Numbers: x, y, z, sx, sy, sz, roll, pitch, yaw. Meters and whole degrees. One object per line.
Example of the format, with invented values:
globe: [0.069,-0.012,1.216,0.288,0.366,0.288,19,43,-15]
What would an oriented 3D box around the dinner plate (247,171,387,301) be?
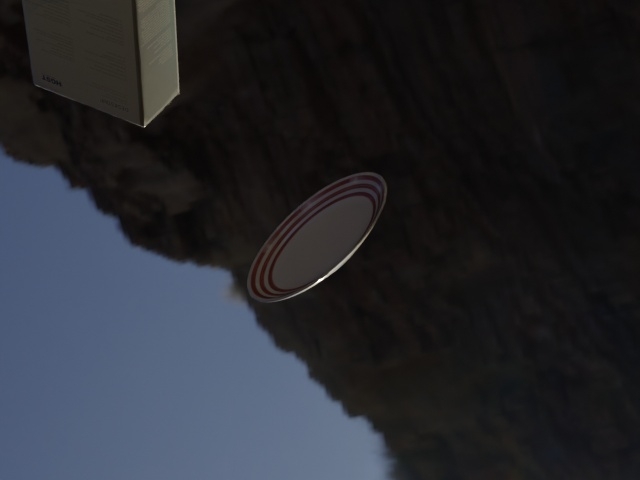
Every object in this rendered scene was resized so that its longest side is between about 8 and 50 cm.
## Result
dinner plate: [0.000,0.000,1.151,0.017,0.141,0.141,46,-140,-24]

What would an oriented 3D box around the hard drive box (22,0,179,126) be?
hard drive box: [-0.280,-0.282,1.822,0.089,0.181,0.232,-50,-26,-41]
